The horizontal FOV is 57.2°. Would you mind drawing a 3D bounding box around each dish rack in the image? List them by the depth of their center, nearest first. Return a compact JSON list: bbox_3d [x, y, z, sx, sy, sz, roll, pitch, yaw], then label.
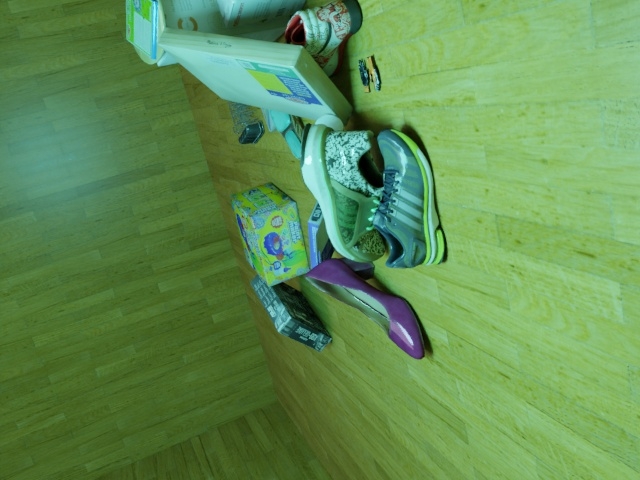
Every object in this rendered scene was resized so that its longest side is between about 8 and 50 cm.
[{"bbox_3d":[-0.302,-0.508,2.230,0.208,0.074,0.271,164,89,-71],"label":"dish rack"}]

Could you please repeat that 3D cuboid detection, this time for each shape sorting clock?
[{"bbox_3d":[-0.429,-0.542,1.446,0.206,0.040,0.206,25,126,40],"label":"shape sorting clock"}]

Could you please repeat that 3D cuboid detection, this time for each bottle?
[{"bbox_3d":[0.022,-0.203,1.455,0.118,0.092,0.283,58,169,19],"label":"bottle"}]

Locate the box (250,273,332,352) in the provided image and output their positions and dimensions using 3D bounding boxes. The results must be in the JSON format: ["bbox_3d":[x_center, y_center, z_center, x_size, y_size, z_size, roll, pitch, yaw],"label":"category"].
[{"bbox_3d":[-0.114,0.269,2.254,0.242,0.076,0.307,34,-168,-42],"label":"box"}]

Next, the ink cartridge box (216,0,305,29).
[{"bbox_3d":[-0.135,-0.593,1.401,0.086,0.203,0.148,70,162,1],"label":"ink cartridge box"}]

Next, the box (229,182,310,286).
[{"bbox_3d":[-0.193,-0.030,2.225,0.279,0.177,0.290,39,144,58],"label":"box"}]

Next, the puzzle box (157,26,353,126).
[{"bbox_3d":[-0.149,-0.384,1.379,0.409,0.052,0.272,19,173,30],"label":"puzzle box"}]

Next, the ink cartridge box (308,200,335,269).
[{"bbox_3d":[0.000,0.000,1.695,0.208,0.045,0.206,-70,-19,-48],"label":"ink cartridge box"}]

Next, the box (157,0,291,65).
[{"bbox_3d":[-0.283,-0.617,1.555,0.168,0.345,0.215,-6,103,62],"label":"box"}]

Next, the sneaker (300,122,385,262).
[{"bbox_3d":[0.100,-0.091,1.320,0.410,0.182,0.158,59,-142,-43],"label":"sneaker"}]

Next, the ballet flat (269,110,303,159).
[{"bbox_3d":[-0.085,-0.332,1.747,0.073,0.067,0.206,-29,83,35],"label":"ballet flat"}]

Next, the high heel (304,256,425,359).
[{"bbox_3d":[0.111,0.184,1.514,0.377,0.181,0.127,-127,24,-44],"label":"high heel"}]

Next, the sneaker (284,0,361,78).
[{"bbox_3d":[-0.017,-0.435,1.307,0.270,0.145,0.090,142,108,-72],"label":"sneaker"}]

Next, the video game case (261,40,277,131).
[{"bbox_3d":[-0.177,-0.545,1.858,0.300,0.036,0.329,147,103,-72],"label":"video game case"}]

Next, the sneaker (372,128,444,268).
[{"bbox_3d":[0.161,-0.076,1.188,0.111,0.121,0.300,10,118,70],"label":"sneaker"}]

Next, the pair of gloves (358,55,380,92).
[{"bbox_3d":[0.104,-0.353,1.255,0.083,0.010,0.074,-152,44,-69],"label":"pair of gloves"}]
